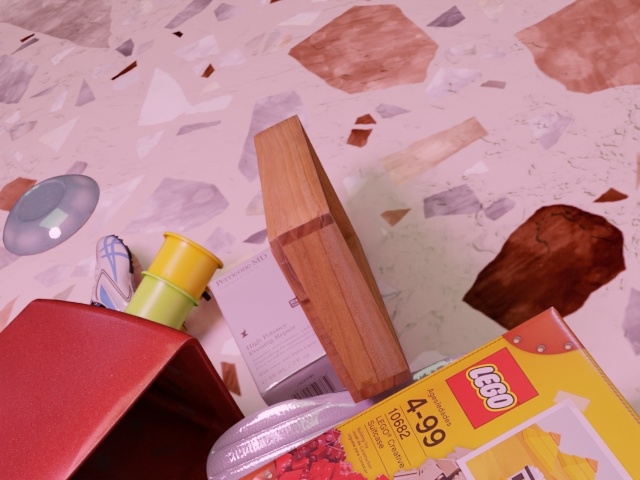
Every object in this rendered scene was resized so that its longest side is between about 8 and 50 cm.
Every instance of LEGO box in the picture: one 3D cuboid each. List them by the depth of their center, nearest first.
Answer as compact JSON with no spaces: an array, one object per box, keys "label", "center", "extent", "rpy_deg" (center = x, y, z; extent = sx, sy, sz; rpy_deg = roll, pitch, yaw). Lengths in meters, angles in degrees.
[{"label":"LEGO box","center":[0.173,0.353,0.788],"extent":[0.373,0.193,0.500],"rpy_deg":[-29,41,0]}]

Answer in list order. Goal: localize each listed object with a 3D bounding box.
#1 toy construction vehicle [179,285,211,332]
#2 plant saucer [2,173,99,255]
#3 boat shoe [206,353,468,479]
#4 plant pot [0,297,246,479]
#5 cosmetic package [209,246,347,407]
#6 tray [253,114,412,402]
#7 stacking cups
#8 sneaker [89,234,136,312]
[{"label":"toy construction vehicle","center":[-0.198,0.088,1.391],"extent":[0.086,0.035,0.098],"rpy_deg":[-48,41,-4]},{"label":"plant saucer","center":[-0.483,-0.058,1.691],"extent":[0.195,0.037,0.195],"rpy_deg":[-16,42,15]},{"label":"boat shoe","center":[0.045,0.221,1.060],"extent":[0.335,0.119,0.121],"rpy_deg":[-17,72,3]},{"label":"plant pot","center":[-0.269,0.218,1.081],"extent":[0.236,0.267,0.267],"rpy_deg":[27,65,30]},{"label":"cosmetic package","center":[-0.050,0.115,1.238],"extent":[0.117,0.085,0.231],"rpy_deg":[-31,42,-3]},{"label":"tray","center":[0.000,0.000,1.134],"extent":[0.076,0.202,0.411],"rpy_deg":[-25,21,4]},{"label":"stacking cups","center":[-0.241,0.147,1.287],"extent":[0.096,0.096,0.316],"rpy_deg":[15,72,39]},{"label":"sneaker","center":[-0.309,0.073,1.418],"extent":[0.086,0.085,0.237],"rpy_deg":[-13,40,-14]}]
